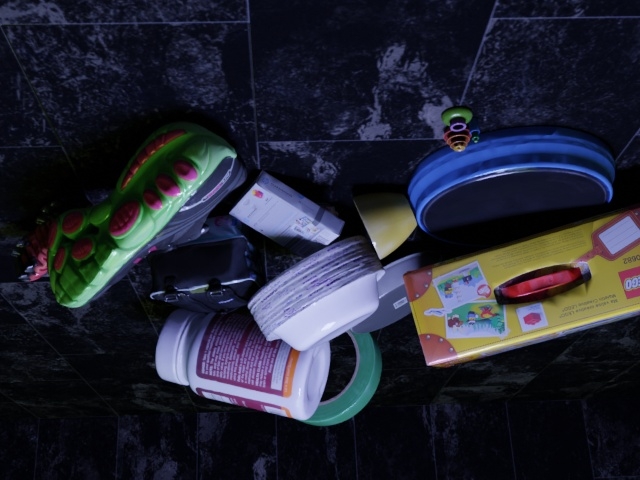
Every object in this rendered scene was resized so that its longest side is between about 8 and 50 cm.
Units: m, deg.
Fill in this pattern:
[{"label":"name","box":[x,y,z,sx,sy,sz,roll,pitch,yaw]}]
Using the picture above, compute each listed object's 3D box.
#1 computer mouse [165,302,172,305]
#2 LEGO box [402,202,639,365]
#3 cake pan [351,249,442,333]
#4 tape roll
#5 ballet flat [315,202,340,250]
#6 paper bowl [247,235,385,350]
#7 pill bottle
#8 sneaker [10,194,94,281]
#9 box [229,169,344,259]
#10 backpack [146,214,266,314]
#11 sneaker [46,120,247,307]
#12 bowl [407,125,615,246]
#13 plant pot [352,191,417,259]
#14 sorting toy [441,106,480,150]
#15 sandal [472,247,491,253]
[{"label":"computer mouse","box":[-0.285,0.137,2.088,0.184,0.060,0.262,6,156,-17]},{"label":"LEGO box","box":[0.455,0.108,1.736,0.501,0.193,0.372,-17,168,11]},{"label":"cake pan","box":[0.171,0.129,1.974,0.293,0.054,0.293,-26,157,-12]},{"label":"tape roll","box":[0.001,0.331,2.247,0.322,0.321,0.077,-10,156,18]},{"label":"ballet flat","box":[0.000,0.000,1.769,0.091,0.077,0.241,-5,158,2]},{"label":"paper bowl","box":[0.005,0.122,1.716,0.284,0.148,0.284,-28,169,-6]},{"label":"pill bottle","box":[-0.192,0.296,2.083,0.393,0.224,0.224,10,161,16]},{"label":"sneaker","box":[-0.506,-0.009,1.675,0.135,0.097,0.276,-4,154,-46]},{"label":"box","box":[-0.067,-0.044,1.613,0.186,0.038,0.145,30,148,-13]},{"label":"backpack","box":[-0.225,0.060,1.737,0.225,0.191,0.253,-10,160,10]},{"label":"sneaker","box":[-0.314,-0.018,1.487,0.483,0.185,0.202,-33,153,29]},{"label":"bowl","box":[0.363,-0.088,1.600,0.392,0.077,0.391,-2,157,-1]},{"label":"plant pot","box":[0.132,-0.043,1.639,0.095,0.134,0.134,-24,155,3]},{"label":"sorting toy","box":[0.236,-0.181,1.404,0.061,0.042,0.102,-7,157,9]},{"label":"sandal","box":[0.415,0.131,2.093,0.170,0.102,0.416,-1,157,-5]}]
